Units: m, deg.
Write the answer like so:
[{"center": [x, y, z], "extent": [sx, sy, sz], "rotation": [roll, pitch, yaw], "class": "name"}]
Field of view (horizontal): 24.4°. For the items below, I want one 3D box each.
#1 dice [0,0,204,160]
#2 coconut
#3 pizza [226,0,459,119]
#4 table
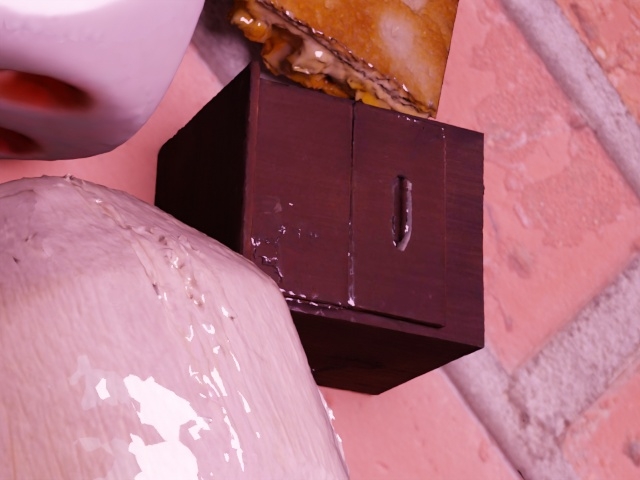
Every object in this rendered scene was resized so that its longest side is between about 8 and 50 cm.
[{"center": [-0.233, -0.235, 0.918], "extent": [0.304, 0.277, 0.304], "rotation": [14, 73, -25], "class": "dice"}, {"center": [-0.143, 0.166, 0.811], "extent": [0.346, 0.346, 0.360], "rotation": [-10, 70, -32], "class": "coconut"}, {"center": [-0.002, -0.238, 1.179], "extent": [0.258, 0.087, 0.268], "rotation": [35, 49, -22], "class": "pizza"}, {"center": [0.000, 0.000, 1.050], "extent": [0.193, 0.172, 0.169], "rotation": [13, 67, -25], "class": "table"}]
